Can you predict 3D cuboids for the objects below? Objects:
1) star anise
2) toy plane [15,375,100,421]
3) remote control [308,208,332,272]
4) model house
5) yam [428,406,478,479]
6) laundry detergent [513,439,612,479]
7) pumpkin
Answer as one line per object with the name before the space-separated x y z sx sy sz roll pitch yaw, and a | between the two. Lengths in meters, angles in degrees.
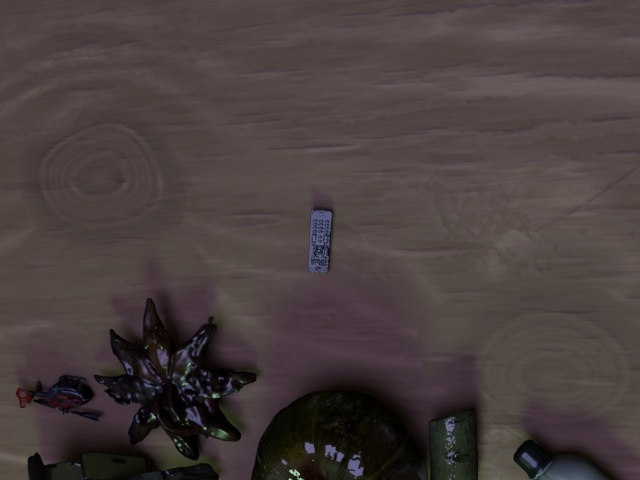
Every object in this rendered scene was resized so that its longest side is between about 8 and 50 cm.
star anise | -0.230 0.222 1.577 0.272 0.102 0.271 5 108 16
toy plane | -0.413 0.246 1.682 0.145 0.037 0.060 4 113 14
remote control | 0.000 0.000 1.499 0.034 0.016 0.091 4 104 2
model house | -0.290 0.426 1.642 0.279 0.218 0.204 -9 58 -10
yam | 0.183 0.298 1.474 0.070 0.070 0.146 1 101 18
laundry detergent | 0.352 0.352 1.428 0.226 0.070 0.099 40 117 6
pumpkin | 0.017 0.333 1.474 0.260 0.189 0.260 3 101 18
